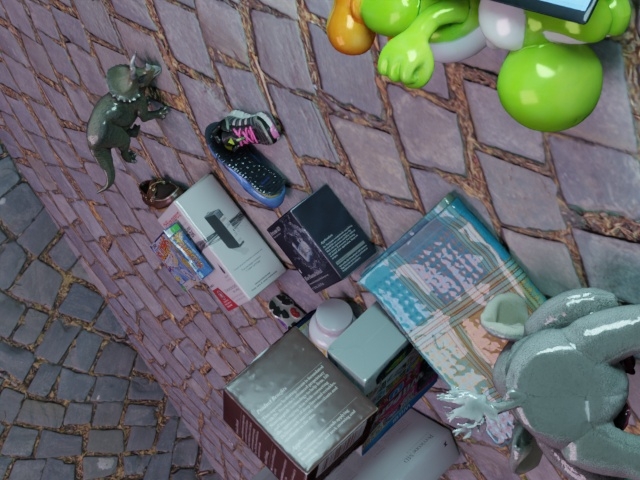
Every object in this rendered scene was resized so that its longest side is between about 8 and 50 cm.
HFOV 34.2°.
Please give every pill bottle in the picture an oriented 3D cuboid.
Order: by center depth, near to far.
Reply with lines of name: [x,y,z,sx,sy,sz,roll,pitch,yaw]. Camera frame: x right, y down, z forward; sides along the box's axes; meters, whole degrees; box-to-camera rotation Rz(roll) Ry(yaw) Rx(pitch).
pill bottle: [0.027,0.197,2.140,0.103,0.103,0.184,41,155,23]

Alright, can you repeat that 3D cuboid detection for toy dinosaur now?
toy dinosaur: [-0.427,-0.253,2.178,0.160,0.313,0.121,20,-160,-49]

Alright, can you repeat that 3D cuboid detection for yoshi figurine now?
yoshi figurine: [0.178,-0.214,1.170,0.362,0.203,0.203,18,156,49]

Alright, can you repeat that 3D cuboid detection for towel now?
towel: [0.243,0.131,1.617,0.370,0.040,0.271,50,136,5]

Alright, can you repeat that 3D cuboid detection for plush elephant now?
plush elephant: [0.329,0.189,1.401,0.255,0.330,0.272,-31,-65,-78]

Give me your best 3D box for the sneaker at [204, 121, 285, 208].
sneaker: [-0.150,-0.140,2.010,0.209,0.069,0.082,45,160,14]

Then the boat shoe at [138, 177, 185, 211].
boat shoe: [-0.384,-0.112,2.474,0.073,0.073,0.207,56,156,-17]

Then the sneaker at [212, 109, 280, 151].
sneaker: [-0.140,-0.194,1.901,0.170,0.075,0.063,19,142,51]

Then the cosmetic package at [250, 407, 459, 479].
cosmetic package: [0.058,0.488,2.164,0.284,0.377,0.097,23,145,49]

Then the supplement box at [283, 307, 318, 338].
supplement box: [-0.018,0.207,2.263,0.083,0.083,0.056,53,158,-2]

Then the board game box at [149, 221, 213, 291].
board game box: [-0.313,0.040,2.326,0.136,0.035,0.201,52,160,-2]

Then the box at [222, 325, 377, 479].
box: [-0.038,0.292,1.745,0.203,0.168,0.167,44,157,18]

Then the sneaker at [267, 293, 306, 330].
sneaker: [-0.049,0.191,2.348,0.170,0.068,0.071,50,174,25]

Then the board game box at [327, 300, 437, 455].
board game box: [0.117,0.223,1.863,0.097,0.224,0.303,38,154,23]

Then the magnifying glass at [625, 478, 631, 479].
magnifying glass: [0.483,0.373,1.670,0.092,0.026,0.231,47,155,10]

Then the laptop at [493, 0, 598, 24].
laptop: [0.181,-0.371,0.969,0.234,0.136,0.264,28,148,42]

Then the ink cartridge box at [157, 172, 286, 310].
ink cartridge box: [-0.223,0.007,2.302,0.273,0.114,0.197,53,158,-3]

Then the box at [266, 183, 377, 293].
box: [0.000,0.000,1.912,0.158,0.093,0.156,53,157,-2]
